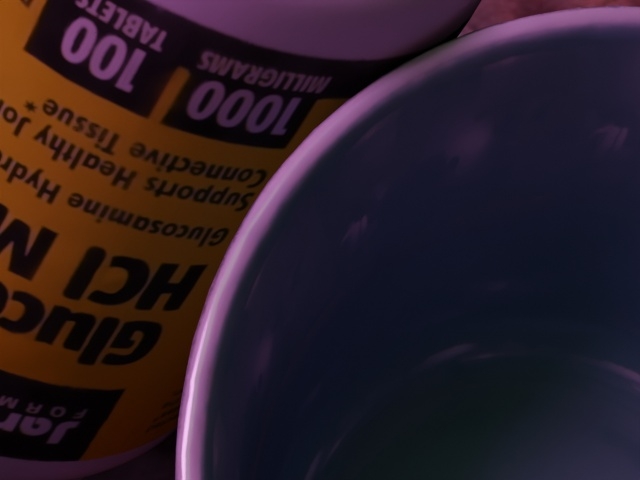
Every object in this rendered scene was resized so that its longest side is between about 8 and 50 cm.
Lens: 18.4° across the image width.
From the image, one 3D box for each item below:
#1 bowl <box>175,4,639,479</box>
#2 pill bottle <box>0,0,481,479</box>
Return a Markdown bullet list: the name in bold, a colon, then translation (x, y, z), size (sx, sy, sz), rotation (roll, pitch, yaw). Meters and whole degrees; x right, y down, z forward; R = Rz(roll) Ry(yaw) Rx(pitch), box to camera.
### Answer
- **bowl**: translation (0.094, 0.102, 0.615), size (0.311, 0.163, 0.311), rotation (6, 66, -14)
- **pill bottle**: translation (-0.089, -0.036, 0.691), size (0.188, 0.334, 0.188), rotation (19, 42, -18)
